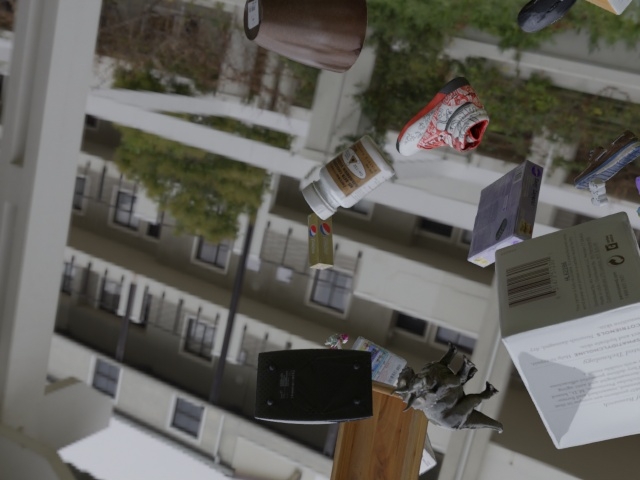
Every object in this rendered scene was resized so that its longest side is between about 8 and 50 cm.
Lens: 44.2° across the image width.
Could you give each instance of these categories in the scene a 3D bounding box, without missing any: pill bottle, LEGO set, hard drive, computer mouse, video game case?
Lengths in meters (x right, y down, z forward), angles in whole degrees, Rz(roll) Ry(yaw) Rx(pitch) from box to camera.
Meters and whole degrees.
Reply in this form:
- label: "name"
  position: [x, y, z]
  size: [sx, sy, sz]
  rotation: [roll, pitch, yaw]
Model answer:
- label: "pill bottle"
  position: [0.070, -0.162, 2.082]
  size: [0.131, 0.229, 0.131]
  rotation: [50, -168, -15]
- label: "LEGO set"
  position: [0.102, 0.431, 2.656]
  size: [0.132, 0.107, 0.287]
  rotation: [-6, -127, -39]
- label: "hard drive"
  position: [-0.013, 0.324, 1.733]
  size: [0.255, 0.054, 0.172]
  rotation: [-1, -125, 3]
- label: "computer mouse"
  position: [0.691, -0.749, 2.370]
  size: [0.184, 0.262, 0.060]
  rotation: [48, -150, -20]
- label: "video game case"
  position: [0.128, 0.403, 2.275]
  size: [0.193, 0.212, 0.023]
  rotation: [31, -179, -32]

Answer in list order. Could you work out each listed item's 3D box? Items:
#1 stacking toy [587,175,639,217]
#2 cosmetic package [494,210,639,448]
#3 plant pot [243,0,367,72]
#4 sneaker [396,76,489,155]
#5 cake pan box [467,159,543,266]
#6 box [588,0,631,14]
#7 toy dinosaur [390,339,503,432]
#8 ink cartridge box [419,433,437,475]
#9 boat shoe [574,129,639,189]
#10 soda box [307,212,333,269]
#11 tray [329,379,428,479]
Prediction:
- label: "stacking toy"
  position: [0.598, -0.097, 1.388]
  size: [0.167, 0.052, 0.221]
  rotation: [-18, -167, -5]
- label: "cosmetic package"
  position: [0.630, 0.211, 1.836]
  size: [0.327, 0.393, 0.329]
  rotation: [-19, -148, 21]
- label: "plant pot"
  position: [-0.048, -0.493, 1.767]
  size: [0.230, 0.215, 0.215]
  rotation: [-1, -162, -27]
- label: "sneaker"
  position: [0.294, -0.253, 1.903]
  size: [0.090, 0.270, 0.145]
  rotation: [-8, -119, -41]
- label: "cake pan box"
  position: [0.537, -0.079, 2.296]
  size: [0.070, 0.267, 0.246]
  rotation: [24, 153, -16]
- label: "box"
  position: [0.452, -0.598, 1.422]
  size: [0.345, 0.168, 0.215]
  rotation: [29, -166, -41]
- label: "toy dinosaur"
  position: [0.254, 0.308, 1.572]
  size: [0.313, 0.160, 0.121]
  rotation: [47, 179, -39]
- label: "ink cartridge box"
  position: [0.271, 0.608, 2.469]
  size: [0.158, 0.092, 0.218]
  rotation: [51, -171, -20]
- label: "boat shoe"
  position: [0.671, -0.189, 1.855]
  size: [0.066, 0.183, 0.066]
  rotation: [12, -130, -45]
- label: "soda box"
  position: [0.000, 0.000, 2.565]
  size: [0.061, 0.181, 0.058]
  rotation: [11, 158, -35]
- label: "tray"
  position: [0.130, 0.550, 1.870]
  size: [0.203, 0.411, 0.076]
  rotation: [10, 180, 36]
